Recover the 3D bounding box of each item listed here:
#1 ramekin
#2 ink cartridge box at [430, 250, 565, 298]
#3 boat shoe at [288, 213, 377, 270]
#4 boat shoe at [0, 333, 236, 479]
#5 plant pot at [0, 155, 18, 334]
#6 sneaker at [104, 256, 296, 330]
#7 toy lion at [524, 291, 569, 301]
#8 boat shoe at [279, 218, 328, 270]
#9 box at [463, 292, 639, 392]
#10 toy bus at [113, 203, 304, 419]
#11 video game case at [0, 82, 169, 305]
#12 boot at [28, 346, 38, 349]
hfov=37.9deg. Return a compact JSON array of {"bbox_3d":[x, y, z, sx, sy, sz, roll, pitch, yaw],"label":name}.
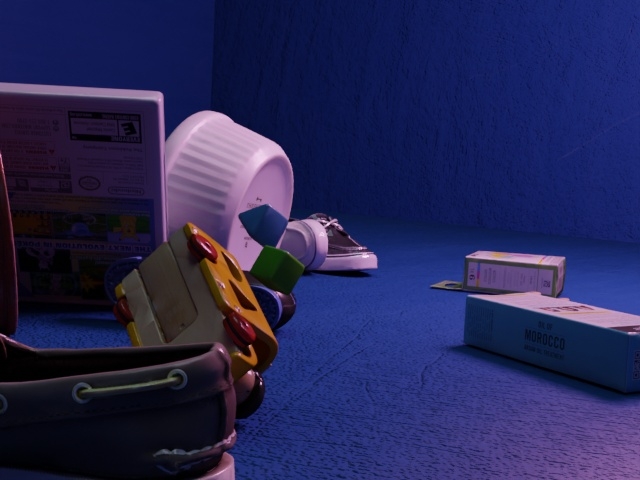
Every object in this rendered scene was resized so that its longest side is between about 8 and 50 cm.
[{"bbox_3d":[-0.139,-0.037,1.316,0.127,0.272,0.273,18,9,17],"label":"ramekin"},{"bbox_3d":[0.302,0.055,1.578,0.209,0.062,0.109,5,6,21],"label":"ink cartridge box"},{"bbox_3d":[0.000,0.000,1.779,0.108,0.102,0.301,0,6,-33],"label":"boat shoe"},{"bbox_3d":[-0.210,0.099,0.584,0.324,0.096,0.116,4,5,12],"label":"boat shoe"},{"bbox_3d":[-0.469,-0.014,0.950,0.265,0.272,0.272,-9,10,-24],"label":"plant pot"},{"bbox_3d":[-0.142,0.068,1.124,0.232,0.081,0.090,12,5,16],"label":"sneaker"},{"bbox_3d":[0.288,0.099,1.287,0.096,0.034,0.100,-8,9,-24],"label":"toy lion"},{"bbox_3d":[-0.084,0.007,1.724,0.088,0.096,0.267,-5,7,-32],"label":"boat shoe"},{"bbox_3d":[0.272,0.105,1.015,0.101,0.060,0.244,0,6,-31],"label":"box"},{"bbox_3d":[-0.088,0.084,0.757,0.191,0.202,0.104,-2,-29,39],"label":"toy bus"},{"bbox_3d":[-0.355,-0.051,1.158,0.329,0.300,0.036,3,31,-1],"label":"video game case"},{"bbox_3d":[-0.252,0.113,0.727,0.118,0.042,0.087,7,9,42],"label":"boot"}]
